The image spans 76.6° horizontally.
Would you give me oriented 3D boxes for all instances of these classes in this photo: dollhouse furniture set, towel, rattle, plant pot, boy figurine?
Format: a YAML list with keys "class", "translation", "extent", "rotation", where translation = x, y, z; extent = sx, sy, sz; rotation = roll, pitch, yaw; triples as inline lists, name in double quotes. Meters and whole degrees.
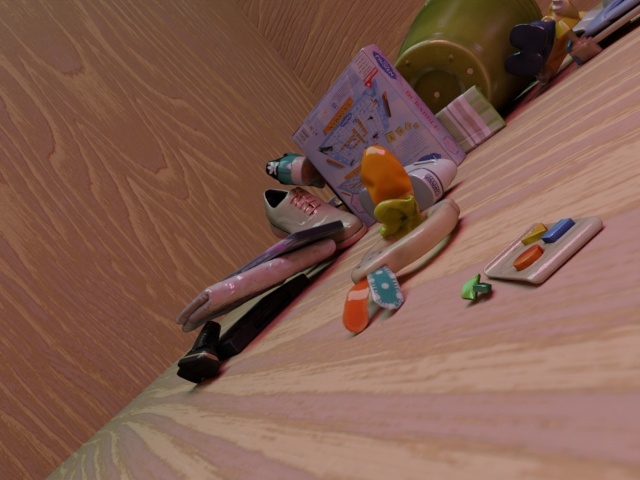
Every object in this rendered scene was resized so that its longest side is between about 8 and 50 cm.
- class: "dollhouse furniture set"
  translation: [0.577, -0.521, 0.711]
  extent: [0.303, 0.198, 0.286]
  rotation: [-42, 3, -18]
- class: "towel"
  translation: [0.306, -0.246, 0.884]
  extent: [0.152, 0.113, 0.023]
  rotation: [-36, 12, 44]
- class: "rattle"
  translation: [0.059, -0.017, 0.447]
  extent: [0.200, 0.142, 0.130]
  rotation: [-35, 18, -34]
- class: "towel"
  translation: [-0.161, 0.110, 0.982]
  extent: [0.332, 0.053, 0.317]
  rotation: [-24, -7, -37]
- class: "plant pot"
  translation: [0.337, -0.425, 1.015]
  extent: [0.366, 0.366, 0.353]
  rotation: [-37, 10, 48]
- class: "boy figurine"
  translation: [0.522, -0.438, 0.899]
  extent: [0.285, 0.177, 0.092]
  rotation: [-27, 40, -29]

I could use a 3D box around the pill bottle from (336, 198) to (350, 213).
- class: "pill bottle"
  translation: [0.174, -0.181, 1.407]
  extent: [0.246, 0.130, 0.130]
  rotation: [-41, 3, 9]

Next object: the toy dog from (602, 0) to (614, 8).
- class: "toy dog"
  translation: [0.809, -0.712, 0.942]
  extent: [0.334, 0.161, 0.220]
  rotation: [-41, 3, -7]

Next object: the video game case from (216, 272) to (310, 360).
- class: "video game case"
  translation: [-0.172, 0.203, 1.022]
  extent: [0.248, 0.035, 0.275]
  rotation: [-42, 4, -37]

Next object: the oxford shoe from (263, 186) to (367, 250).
- class: "oxford shoe"
  translation: [-0.041, -0.068, 1.131]
  extent: [0.397, 0.146, 0.140]
  rotation: [11, 45, 47]

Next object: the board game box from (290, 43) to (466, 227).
- class: "board game box"
  translation: [0.121, -0.228, 0.976]
  extent: [0.066, 0.318, 0.319]
  rotation: [-42, 4, -41]

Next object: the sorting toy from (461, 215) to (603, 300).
- class: "sorting toy"
  translation: [0.129, 0.013, 0.263]
  extent: [0.083, 0.012, 0.062]
  rotation: [-40, 3, -4]

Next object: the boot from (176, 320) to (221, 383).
- class: "boot"
  translation: [-0.244, 0.220, 0.869]
  extent: [0.198, 0.077, 0.136]
  rotation: [-35, 28, 51]

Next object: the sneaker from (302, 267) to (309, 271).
- class: "sneaker"
  translation: [0.000, 0.000, 1.276]
  extent: [0.275, 0.107, 0.110]
  rotation: [-43, -6, -42]

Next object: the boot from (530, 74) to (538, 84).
- class: "boot"
  translation: [0.616, -0.479, 1.174]
  extent: [0.118, 0.042, 0.087]
  rotation: [-40, 9, 33]

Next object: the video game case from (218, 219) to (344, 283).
- class: "video game case"
  translation: [-0.095, 0.034, 0.986]
  extent: [0.274, 0.026, 0.196]
  rotation: [-30, -7, 34]

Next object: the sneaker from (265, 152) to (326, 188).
- class: "sneaker"
  translation: [-0.060, -0.215, 1.208]
  extent: [0.302, 0.121, 0.107]
  rotation: [-20, -61, -72]

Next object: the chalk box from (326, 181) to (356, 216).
- class: "chalk box"
  translation: [0.133, -0.163, 1.233]
  extent: [0.289, 0.179, 0.180]
  rotation: [-41, 4, 4]

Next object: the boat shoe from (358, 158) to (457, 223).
- class: "boat shoe"
  translation: [0.162, -0.091, 0.773]
  extent: [0.084, 0.095, 0.258]
  rotation: [-37, 12, -18]

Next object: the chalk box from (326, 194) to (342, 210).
- class: "chalk box"
  translation: [0.080, -0.118, 1.641]
  extent: [0.213, 0.132, 0.132]
  rotation: [-40, 3, -6]
